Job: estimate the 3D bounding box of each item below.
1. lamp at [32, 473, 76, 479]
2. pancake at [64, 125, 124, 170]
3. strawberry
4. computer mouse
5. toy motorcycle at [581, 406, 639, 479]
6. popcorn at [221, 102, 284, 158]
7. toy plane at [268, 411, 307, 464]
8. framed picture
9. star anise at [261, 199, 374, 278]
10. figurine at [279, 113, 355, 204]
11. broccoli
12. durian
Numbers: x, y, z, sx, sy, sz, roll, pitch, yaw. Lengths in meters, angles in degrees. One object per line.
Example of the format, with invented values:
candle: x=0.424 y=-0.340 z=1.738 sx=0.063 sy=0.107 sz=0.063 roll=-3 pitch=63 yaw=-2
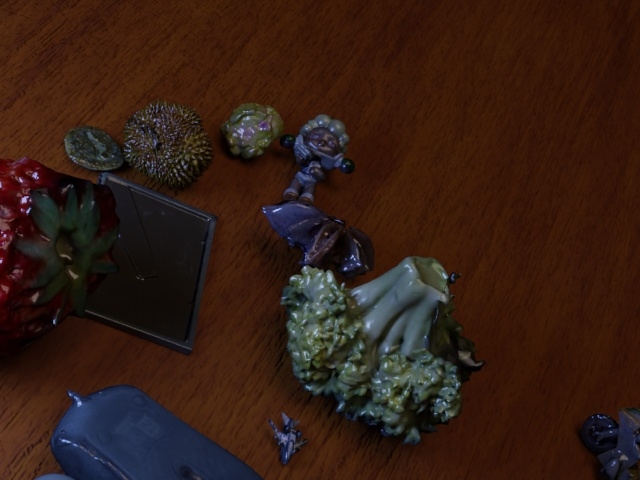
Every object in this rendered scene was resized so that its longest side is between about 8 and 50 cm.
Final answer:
lamp: x=-0.348 y=0.355 z=1.625 sx=0.105 sy=0.105 sz=0.105 roll=19 pitch=47 yaw=-21
pancake: x=-0.377 y=-0.153 z=2.087 sx=0.108 sy=0.017 sz=0.108 roll=20 pitch=38 yaw=-17
strawberry: x=-0.463 y=0.022 z=1.744 sx=0.292 sy=0.310 sz=0.292 roll=15 pitch=72 yaw=-55
computer mouse: x=-0.217 y=0.339 z=1.718 sx=0.371 sy=0.122 sz=0.188 roll=39 pitch=32 yaw=6
toy motorcycle: x=0.566 y=0.388 z=2.210 sx=0.229 sy=0.130 sz=0.094 roll=53 pitch=24 yaw=14
popcorn: x=-0.122 y=-0.203 z=2.258 sx=0.097 sy=0.109 sz=0.089 roll=62 pitch=0 yaw=-25
toy plane: x=-0.049 y=0.306 z=1.928 sx=0.078 sy=0.031 sz=0.083 roll=31 pitch=39 yaw=-28
framed picture: x=-0.281 y=0.031 z=2.007 sx=0.213 sy=0.016 sz=0.289 roll=22 pitch=46 yaw=-18
star anise: x=0.000 y=0.000 z=2.126 sx=0.229 sy=0.093 sz=0.236 roll=30 pitch=12 yaw=-8
figurine: x=-0.009 y=-0.149 z=2.288 sx=0.147 sy=0.093 sz=0.197 roll=23 pitch=45 yaw=-3
broccoli: x=0.113 y=0.129 z=2.002 sx=0.348 sy=0.281 sz=0.293 roll=35 pitch=44 yaw=-5
durian: x=-0.254 y=-0.162 z=2.100 sx=0.158 sy=0.137 sz=0.168 roll=30 pitch=18 yaw=11
